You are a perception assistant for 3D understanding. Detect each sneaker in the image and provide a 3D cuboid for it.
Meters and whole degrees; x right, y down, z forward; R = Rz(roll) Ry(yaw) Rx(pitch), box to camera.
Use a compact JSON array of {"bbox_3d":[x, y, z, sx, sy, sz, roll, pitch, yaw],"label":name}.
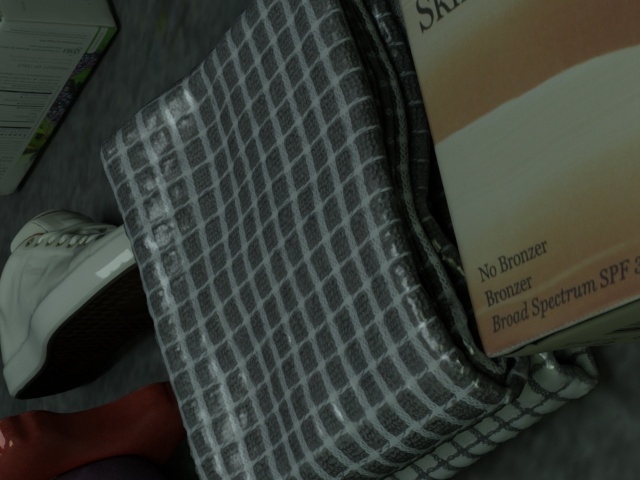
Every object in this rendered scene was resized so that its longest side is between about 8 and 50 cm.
[{"bbox_3d":[-0.175,0.018,1.058,0.290,0.106,0.123,-36,66,51],"label":"sneaker"}]

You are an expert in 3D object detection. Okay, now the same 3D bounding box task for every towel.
[{"bbox_3d":[0.000,0.000,0.800,0.235,0.121,0.284,-44,57,46],"label":"towel"}]

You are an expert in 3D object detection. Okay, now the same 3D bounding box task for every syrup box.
[{"bbox_3d":[-0.258,-0.136,1.174,0.237,0.096,0.093,-48,53,46],"label":"syrup box"}]

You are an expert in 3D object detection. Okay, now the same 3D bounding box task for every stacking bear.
[{"bbox_3d":[-0.114,0.262,0.960,0.289,0.175,0.164,58,134,24],"label":"stacking bear"}]

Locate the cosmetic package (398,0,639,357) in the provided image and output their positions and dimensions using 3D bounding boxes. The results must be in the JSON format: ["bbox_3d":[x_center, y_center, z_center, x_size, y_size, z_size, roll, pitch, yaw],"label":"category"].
[{"bbox_3d":[0.122,-0.115,0.610,0.153,0.129,0.296,-33,66,52],"label":"cosmetic package"}]
